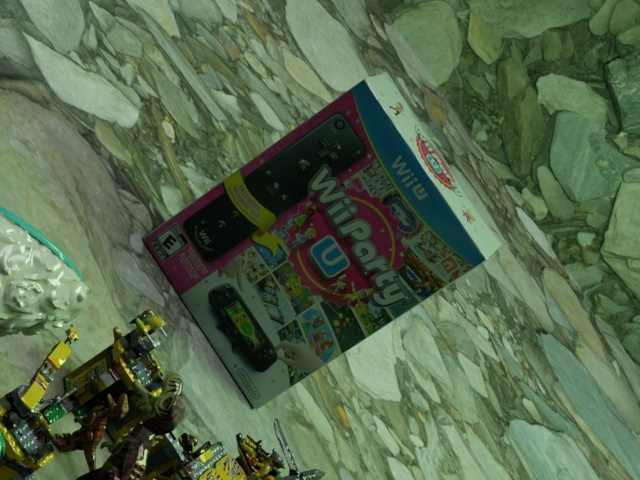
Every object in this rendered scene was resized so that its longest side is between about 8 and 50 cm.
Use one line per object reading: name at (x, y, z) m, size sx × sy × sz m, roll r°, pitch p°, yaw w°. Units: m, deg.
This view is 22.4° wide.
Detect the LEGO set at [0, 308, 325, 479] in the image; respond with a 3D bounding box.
LEGO set at (-0.122, 0.167, 1.287) m, size 0.255 × 0.192 × 0.331 m, roll 59°, pitch 19°, yaw 10°

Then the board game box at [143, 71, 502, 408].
board game box at (0.000, 0.000, 1.685) m, size 0.224 × 0.303 × 0.097 m, roll 56°, pitch 19°, yaw 2°

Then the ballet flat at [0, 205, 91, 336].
ballet flat at (-0.351, -0.008, 1.174) m, size 0.409 × 0.147 × 0.147 m, roll 38°, pitch 25°, yaw -35°
